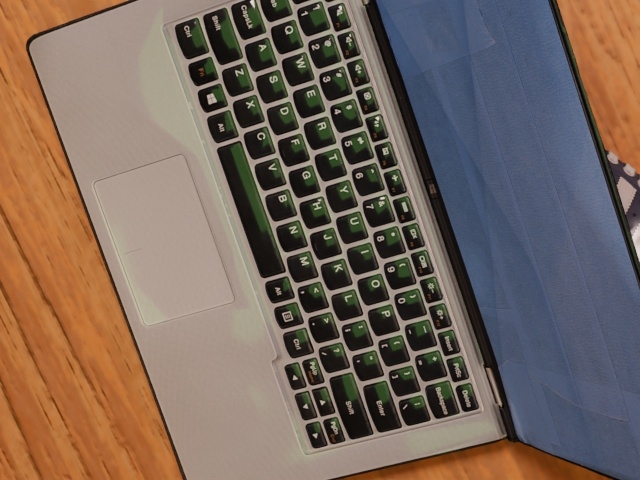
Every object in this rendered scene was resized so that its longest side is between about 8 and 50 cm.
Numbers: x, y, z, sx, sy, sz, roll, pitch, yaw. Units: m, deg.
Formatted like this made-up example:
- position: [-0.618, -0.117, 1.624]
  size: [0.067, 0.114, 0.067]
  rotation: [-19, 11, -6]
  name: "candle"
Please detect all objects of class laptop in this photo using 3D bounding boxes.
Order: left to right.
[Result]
- position: [0.000, 0.000, 0.946]
  size: [0.408, 0.236, 0.382]
  rotation: [-16, 98, 19]
  name: "laptop"

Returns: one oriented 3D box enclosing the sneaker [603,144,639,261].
- position: [0.210, -0.016, 0.960]
  size: [0.153, 0.099, 0.282]
  rotation: [-27, 81, 4]
  name: "sneaker"
